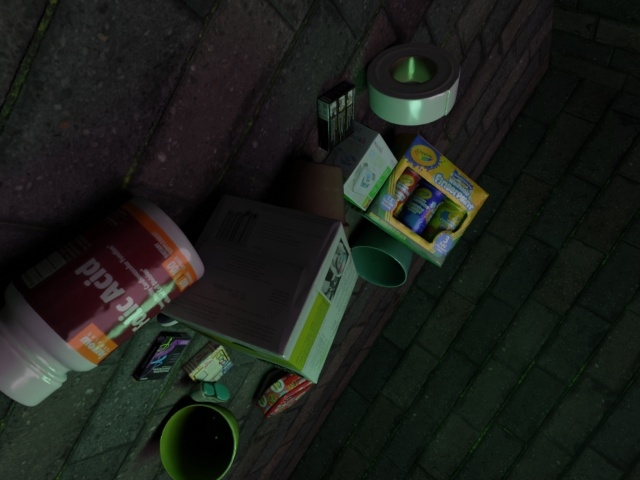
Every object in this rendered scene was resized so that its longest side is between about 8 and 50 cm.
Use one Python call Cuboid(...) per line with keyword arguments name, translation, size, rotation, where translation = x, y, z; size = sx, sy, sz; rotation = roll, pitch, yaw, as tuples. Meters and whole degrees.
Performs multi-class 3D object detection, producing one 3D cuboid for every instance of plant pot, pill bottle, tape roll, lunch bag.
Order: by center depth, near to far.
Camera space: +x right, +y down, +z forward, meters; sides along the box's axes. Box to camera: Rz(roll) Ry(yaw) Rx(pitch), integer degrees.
Cuboid(name="pill bottle", translation=(-0.450, 0.109, 0.841), size=(0.392, 0.224, 0.224), rotation=(-44, 152, -24))
Cuboid(name="plant pot", translation=(-0.025, -0.126, 1.312), size=(0.263, 0.262, 0.230), rotation=(-8, 110, -57))
Cuboid(name="tape roll", translation=(0.289, -0.495, 1.332), size=(0.286, 0.286, 0.100), rotation=(-45, 152, -21))
Cuboid(name="plant pot", translation=(-0.423, 0.750, 1.631), size=(0.275, 0.274, 0.293), rotation=(-52, 169, -7))
Cuboid(name="plant pot", translation=(0.304, 0.038, 1.994), size=(0.235, 0.292, 0.293), rotation=(-59, 159, -31))
Cuboid(name="lunch bag", translation=(-0.152, 0.720, 2.077), size=(0.293, 0.120, 0.258), rotation=(-12, 144, -52))

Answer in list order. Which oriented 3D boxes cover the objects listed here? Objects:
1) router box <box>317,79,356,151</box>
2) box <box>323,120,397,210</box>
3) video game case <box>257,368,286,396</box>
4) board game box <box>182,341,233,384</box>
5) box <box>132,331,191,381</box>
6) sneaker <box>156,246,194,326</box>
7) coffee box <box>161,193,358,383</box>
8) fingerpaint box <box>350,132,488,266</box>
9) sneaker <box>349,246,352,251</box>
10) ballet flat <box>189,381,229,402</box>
Cuboid(name="router box", translation=(0.052, -0.386, 1.327), size=(0.133, 0.046, 0.179), rotation=(-41, 151, -28))
Cuboid(name="box", translation=(0.138, -0.264, 1.529), size=(0.231, 0.126, 0.262), rotation=(-55, 153, 3))
Cuboid(name="video game case", translation=(-0.237, 0.705, 2.129), size=(0.157, 0.019, 0.143), rotation=(-1, 122, -59))
Cuboid(name="board game box", translation=(-0.401, 0.454, 1.530), size=(0.146, 0.045, 0.194), rotation=(-42, 151, -26))
Cuboid(name="box", translation=(-0.482, 0.355, 1.297), size=(0.162, 0.029, 0.116), rotation=(-55, 154, 2))
Cuboid(name="sneaker", translation=(-0.371, 0.117, 1.146), size=(0.226, 0.086, 0.164), rotation=(-43, 150, -21))
Cuboid(name="coffee box", translation=(-0.130, 0.133, 1.115), size=(0.334, 0.337, 0.339), rotation=(66, 43, -60))
Cuboid(name="fingerpaint box", translation=(0.416, -0.162, 1.757), size=(0.444, 0.163, 0.371), rotation=(33, 92, -24))
Cuboid(name="sneaker", translation=(0.048, 0.073, 1.757), size=(0.221, 0.128, 0.087), rotation=(-39, 150, -31))
Cuboid(name="ballet flat", translation=(-0.403, 0.551, 1.533), size=(0.068, 0.072, 0.213), rotation=(-24, 152, 4))
